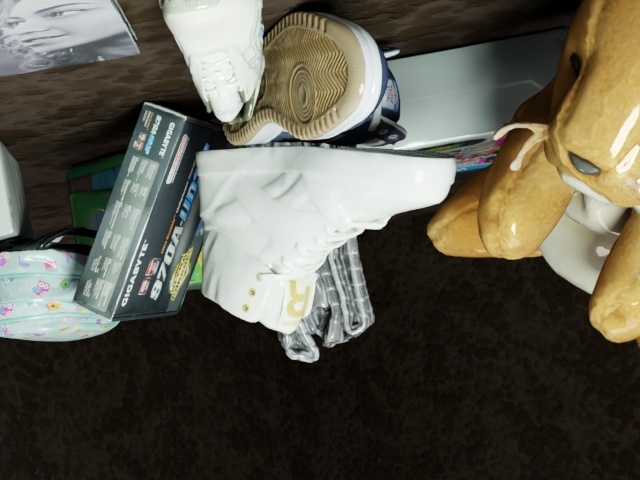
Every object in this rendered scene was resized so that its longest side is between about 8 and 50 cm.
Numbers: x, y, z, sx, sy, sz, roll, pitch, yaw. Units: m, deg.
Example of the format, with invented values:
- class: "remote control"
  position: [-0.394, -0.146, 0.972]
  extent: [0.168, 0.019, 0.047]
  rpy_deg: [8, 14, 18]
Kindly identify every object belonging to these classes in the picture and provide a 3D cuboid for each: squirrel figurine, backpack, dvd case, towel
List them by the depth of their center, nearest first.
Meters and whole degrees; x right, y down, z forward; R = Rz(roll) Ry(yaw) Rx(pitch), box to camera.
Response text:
- class: "dvd case"
  position: [-0.216, -0.142, 0.763]
  extent: [0.164, 0.018, 0.221]
  rpy_deg: [-9, 176, -3]
- class: "squirrel figurine"
  position: [0.282, -0.119, 0.875]
  extent: [0.397, 0.281, 0.370]
  rpy_deg: [-44, 154, -10]
- class: "backpack"
  position: [-0.290, 0.053, 1.236]
  extent: [0.152, 0.115, 0.182]
  rpy_deg: [-14, 170, 17]
- class: "towel"
  position: [-0.009, -0.010, 1.315]
  extent: [0.121, 0.283, 0.235]
  rpy_deg: [-10, 178, -3]

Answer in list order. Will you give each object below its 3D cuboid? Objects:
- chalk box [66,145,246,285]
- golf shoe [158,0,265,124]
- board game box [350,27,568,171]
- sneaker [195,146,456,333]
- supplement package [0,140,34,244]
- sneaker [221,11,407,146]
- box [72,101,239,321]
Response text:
- class: "chalk box"
  position: [-0.195, -0.023, 1.445]
  extent: [0.179, 0.180, 0.289]
  rpy_deg: [-11, 177, 32]
- class: "golf shoe"
  position: [-0.067, -0.131, 0.813]
  extent: [0.069, 0.086, 0.176]
  rpy_deg: [-8, 175, 7]
- class: "board game box"
  position: [0.142, -0.135, 1.249]
  extent: [0.224, 0.097, 0.303]
  rpy_deg: [-9, 178, 2]
- class: "sneaker"
  position: [0.000, 0.000, 1.010]
  extent: [0.108, 0.169, 0.292]
  rpy_deg: [0, -179, -44]
- class: "supplement package"
  position: [-0.381, -0.041, 1.237]
  extent: [0.105, 0.105, 0.179]
  rpy_deg: [-11, 176, -9]
- class: "sneaker"
  position: [0.028, -0.129, 0.951]
  extent: [0.153, 0.099, 0.282]
  rpy_deg: [-3, -179, -23]
- class: "box"
  position: [-0.167, -0.028, 1.200]
  extent: [0.051, 0.220, 0.175]
  rpy_deg: [22, -176, 15]
